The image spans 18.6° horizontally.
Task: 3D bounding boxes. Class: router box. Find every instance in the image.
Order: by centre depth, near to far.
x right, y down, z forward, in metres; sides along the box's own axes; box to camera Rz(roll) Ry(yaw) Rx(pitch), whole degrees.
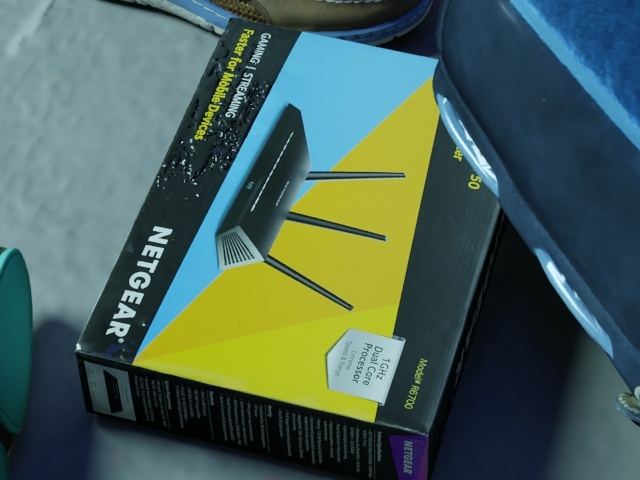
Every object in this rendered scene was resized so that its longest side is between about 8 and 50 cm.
[{"bbox_3d":[0.000,0.000,0.751,0.133,0.046,0.179,13,52,10],"label":"router box"}]

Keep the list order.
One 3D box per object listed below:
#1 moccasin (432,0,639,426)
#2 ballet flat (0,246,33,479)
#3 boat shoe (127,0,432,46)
[{"bbox_3d":[0.162,0.026,0.680,0.138,0.117,0.342,-19,66,-28],"label":"moccasin"},{"bbox_3d":[-0.134,0.070,0.693,0.052,0.057,0.168,-9,51,6],"label":"ballet flat"},{"bbox_3d":[-0.041,-0.131,0.844,0.183,0.066,0.066,11,52,9],"label":"boat shoe"}]
